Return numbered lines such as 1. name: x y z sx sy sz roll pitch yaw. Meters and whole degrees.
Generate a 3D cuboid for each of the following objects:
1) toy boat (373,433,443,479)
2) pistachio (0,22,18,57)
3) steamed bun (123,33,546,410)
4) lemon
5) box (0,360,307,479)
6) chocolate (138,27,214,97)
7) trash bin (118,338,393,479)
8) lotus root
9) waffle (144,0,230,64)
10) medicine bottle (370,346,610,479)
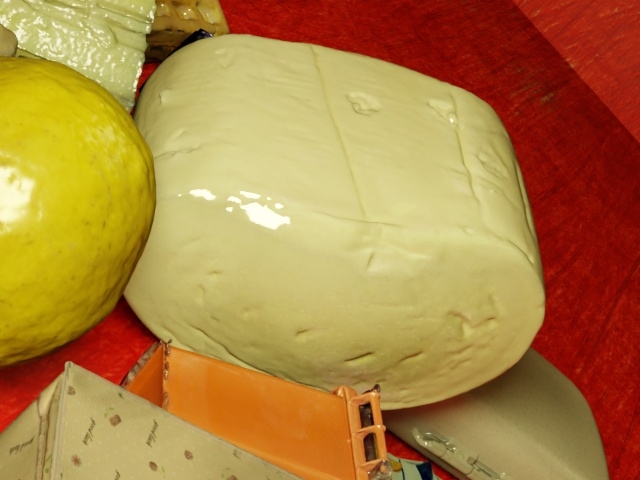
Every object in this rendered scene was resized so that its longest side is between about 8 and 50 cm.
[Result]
1. toy boat: 0.065 0.270 1.583 0.291 0.067 0.220 27 31 -56
2. pistachio: -0.402 -0.176 1.364 0.238 0.153 0.138 -21 36 -38
3. steamed bun: 0.000 0.000 1.549 0.456 0.290 0.371 13 37 -12
4. lemon: -0.271 -0.032 1.233 0.285 0.285 0.316 49 52 4
5. box: -0.133 0.282 1.098 0.297 0.190 0.225 31 31 -27
6. chocolate: -0.069 -0.138 1.847 0.343 0.126 0.148 36 18 -24
7. trash bin: -0.067 0.194 1.336 0.239 0.184 0.161 27 32 -25
8. lotus root: -0.322 -0.245 1.548 0.260 0.267 0.149 15 -5 -23
9. waffle: -0.257 -0.334 1.815 0.328 0.098 0.224 -13 81 -62
10. medicine bottle: 0.198 0.196 1.778 0.375 0.123 0.282 35 25 -21
